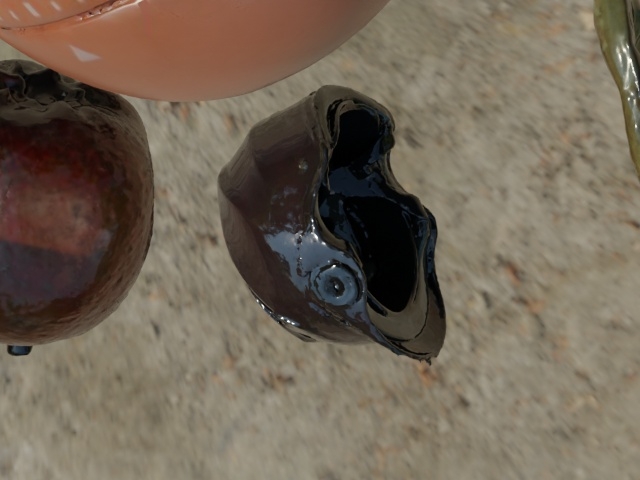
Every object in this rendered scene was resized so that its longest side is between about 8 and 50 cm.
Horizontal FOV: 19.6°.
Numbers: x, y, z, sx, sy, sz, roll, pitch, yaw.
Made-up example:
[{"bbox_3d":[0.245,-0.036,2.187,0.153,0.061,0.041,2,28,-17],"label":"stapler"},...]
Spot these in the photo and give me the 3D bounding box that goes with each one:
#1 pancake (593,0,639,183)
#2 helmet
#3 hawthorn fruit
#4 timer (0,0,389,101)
[{"bbox_3d":[0.312,-0.144,1.739,0.049,0.294,0.294,-17,108,20],"label":"pancake"},{"bbox_3d":[0.000,0.000,1.925,0.177,0.225,0.305,-15,94,24],"label":"helmet"},{"bbox_3d":[-0.177,-0.010,1.094,0.169,0.169,0.188,6,112,-12],"label":"hawthorn fruit"},{"bbox_3d":[-0.063,-0.174,0.720,0.229,0.229,0.215,-41,118,2],"label":"timer"}]
